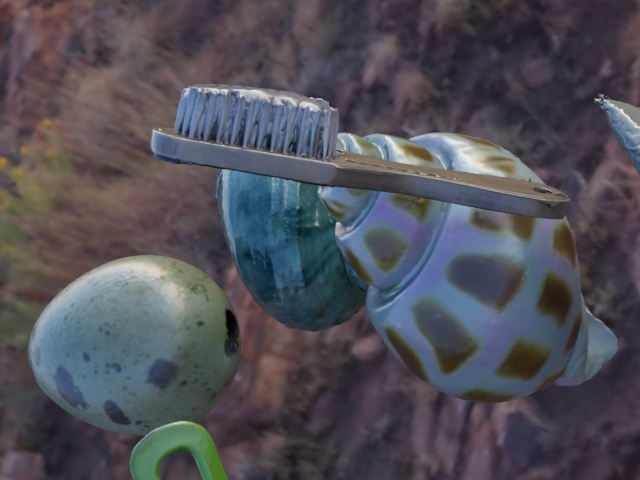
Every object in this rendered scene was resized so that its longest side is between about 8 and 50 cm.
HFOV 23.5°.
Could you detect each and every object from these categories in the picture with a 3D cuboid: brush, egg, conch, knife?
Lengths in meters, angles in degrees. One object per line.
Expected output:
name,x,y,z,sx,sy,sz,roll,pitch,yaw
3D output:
brush,0.036,-0.069,1.176,0.070,0.327,0.065,-125,45,-76
egg,-0.187,0.104,1.519,0.228,0.177,0.177,-6,63,25
conch,0.132,0.016,1.390,0.197,0.368,0.249,-19,32,12
conch,0.003,0.001,1.560,0.134,0.202,0.196,-114,22,-55
knife,-0.022,0.138,0.540,0.022,0.078,0.166,7,120,57

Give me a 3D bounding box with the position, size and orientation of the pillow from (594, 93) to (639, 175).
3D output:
pillow,0.315,-0.021,1.208,0.050,0.148,0.229,-48,53,21
